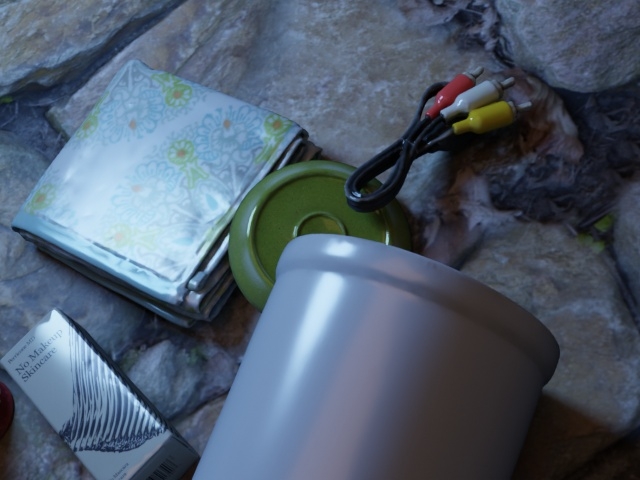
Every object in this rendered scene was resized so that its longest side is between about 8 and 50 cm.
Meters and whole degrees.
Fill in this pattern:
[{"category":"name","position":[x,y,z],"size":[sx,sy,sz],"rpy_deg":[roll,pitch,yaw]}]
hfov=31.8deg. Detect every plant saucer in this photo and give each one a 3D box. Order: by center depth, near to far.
[{"category":"plant saucer","position":[0.000,0.000,1.449],"size":[0.241,0.037,0.241],"rpy_deg":[0,71,-1]}]

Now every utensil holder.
[{"category":"utensil holder","position":[0.040,0.238,1.187],"size":[0.327,0.327,0.385],"rpy_deg":[13,70,26]}]

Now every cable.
[{"category":"cable","position":[0.131,-0.146,1.472],"size":[0.287,0.072,0.139],"rpy_deg":[-29,50,-23]}]

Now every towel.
[{"category":"towel","position":[-0.223,-0.074,1.594],"size":[0.374,0.090,0.320],"rpy_deg":[24,70,29]}]

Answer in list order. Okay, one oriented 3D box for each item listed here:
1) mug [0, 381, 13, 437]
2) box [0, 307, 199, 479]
[{"category":"mug","position":[-0.515,0.198,1.498],"size":[0.150,0.169,0.113],"rpy_deg":[32,78,31]},{"category":"box","position":[-0.288,0.217,1.450],"size":[0.113,0.094,0.275],"rpy_deg":[-46,58,-8]}]
